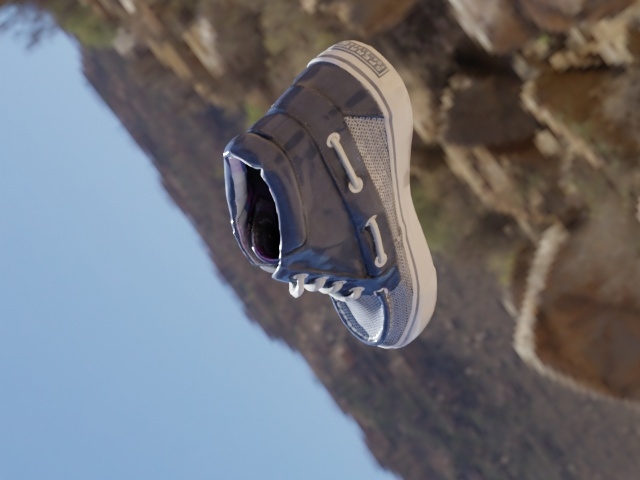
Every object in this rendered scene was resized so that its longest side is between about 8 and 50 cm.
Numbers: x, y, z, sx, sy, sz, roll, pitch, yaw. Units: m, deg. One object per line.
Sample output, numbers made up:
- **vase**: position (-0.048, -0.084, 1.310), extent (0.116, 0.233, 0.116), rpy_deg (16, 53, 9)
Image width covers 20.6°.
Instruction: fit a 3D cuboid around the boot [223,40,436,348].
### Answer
- **boot**: position (0.000, 0.000, 0.827), extent (0.069, 0.086, 0.190), rpy_deg (29, 147, 34)
